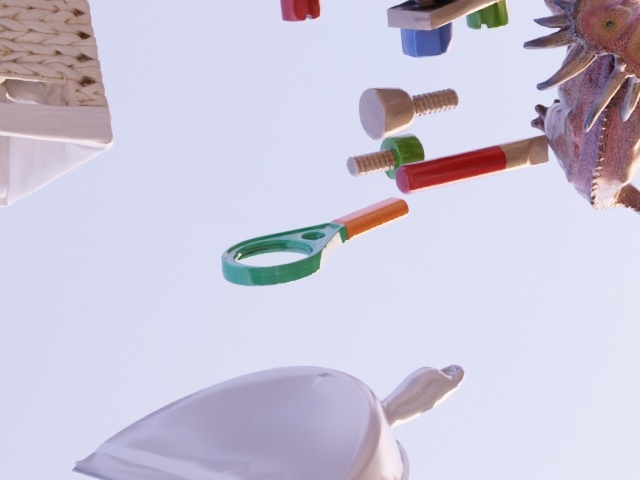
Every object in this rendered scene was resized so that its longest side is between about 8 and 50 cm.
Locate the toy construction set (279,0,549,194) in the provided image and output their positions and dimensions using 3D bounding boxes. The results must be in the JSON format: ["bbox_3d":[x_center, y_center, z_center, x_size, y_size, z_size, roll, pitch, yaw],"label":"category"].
[{"bbox_3d":[0.116,-0.200,1.526,0.237,0.257,0.309,-12,-96,-28],"label":"toy construction set"}]

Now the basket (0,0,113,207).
[{"bbox_3d":[-0.220,-0.091,1.234,0.113,0.167,0.103,3,-105,-35],"label":"basket"}]

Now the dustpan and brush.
[{"bbox_3d":[0.003,0.094,0.936,0.211,0.147,0.060,-36,-55,-40],"label":"dustpan and brush"}]

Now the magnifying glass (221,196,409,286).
[{"bbox_3d":[0.000,0.000,1.816,0.231,0.092,0.026,-25,-64,-43],"label":"magnifying glass"}]

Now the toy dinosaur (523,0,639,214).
[{"bbox_3d":[0.210,-0.108,1.397,0.200,0.127,0.296,-88,-7,-58],"label":"toy dinosaur"}]
